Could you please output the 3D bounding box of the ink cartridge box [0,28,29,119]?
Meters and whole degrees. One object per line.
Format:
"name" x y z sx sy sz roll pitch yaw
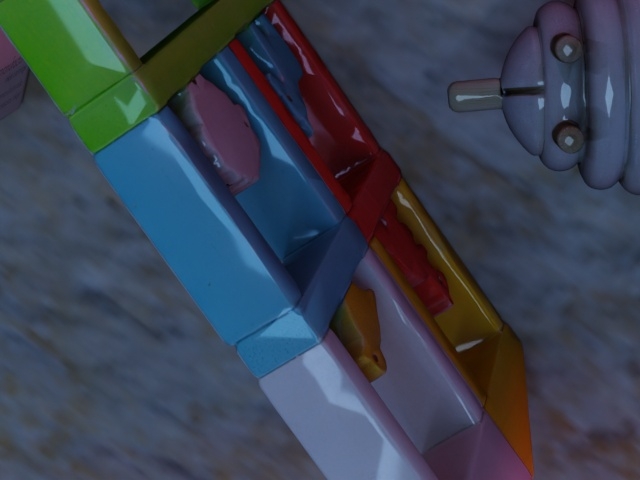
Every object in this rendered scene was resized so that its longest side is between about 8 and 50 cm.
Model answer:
"ink cartridge box" -0.136 -0.137 0.700 0.067 0.115 0.198 18 110 4

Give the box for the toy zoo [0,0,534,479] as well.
"toy zoo" 0.000 0.000 0.680 0.030 0.192 0.293 -32 100 18

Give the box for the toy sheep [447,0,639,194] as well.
"toy sheep" 0.113 -0.058 0.697 0.132 0.091 0.091 2 108 1
